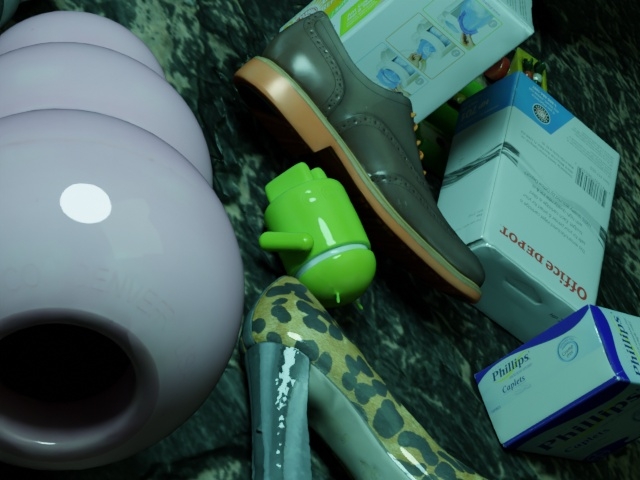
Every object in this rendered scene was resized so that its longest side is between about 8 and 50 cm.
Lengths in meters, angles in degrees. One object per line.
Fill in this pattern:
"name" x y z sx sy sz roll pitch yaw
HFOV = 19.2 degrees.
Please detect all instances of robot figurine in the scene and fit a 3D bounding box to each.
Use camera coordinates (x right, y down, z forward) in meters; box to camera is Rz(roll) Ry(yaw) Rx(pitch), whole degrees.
"robot figurine" 0.000 0.000 1.422 0.101 0.067 0.115 16 45 -61

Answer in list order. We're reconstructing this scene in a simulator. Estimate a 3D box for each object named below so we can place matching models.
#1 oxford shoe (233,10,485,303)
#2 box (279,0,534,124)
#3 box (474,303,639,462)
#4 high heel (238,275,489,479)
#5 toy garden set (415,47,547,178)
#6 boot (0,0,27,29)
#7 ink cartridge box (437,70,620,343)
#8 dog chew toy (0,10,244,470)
"oxford shoe" 0.055 -0.062 1.491 0.271 0.098 0.097 48 -13 -19
"box" 0.065 -0.171 1.554 0.103 0.203 0.114 38 31 -24
"box" 0.221 0.120 1.542 0.137 0.126 0.072 15 49 -46
"high heel" 0.060 0.128 1.339 0.261 0.093 0.186 20 49 -29
"toy garden set" 0.160 -0.132 1.795 0.204 0.049 0.244 31 37 -33
"boot" -0.313 -0.265 1.257 0.338 0.118 0.223 50 22 -12
"ink cartridge box" 0.177 -0.027 1.636 0.139 0.082 0.191 37 51 -26
"dog chew toy" -0.152 -0.021 1.123 0.206 0.206 0.332 36 26 -27
